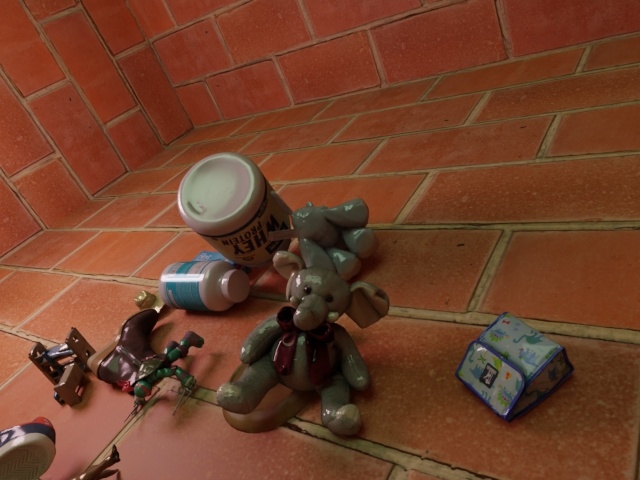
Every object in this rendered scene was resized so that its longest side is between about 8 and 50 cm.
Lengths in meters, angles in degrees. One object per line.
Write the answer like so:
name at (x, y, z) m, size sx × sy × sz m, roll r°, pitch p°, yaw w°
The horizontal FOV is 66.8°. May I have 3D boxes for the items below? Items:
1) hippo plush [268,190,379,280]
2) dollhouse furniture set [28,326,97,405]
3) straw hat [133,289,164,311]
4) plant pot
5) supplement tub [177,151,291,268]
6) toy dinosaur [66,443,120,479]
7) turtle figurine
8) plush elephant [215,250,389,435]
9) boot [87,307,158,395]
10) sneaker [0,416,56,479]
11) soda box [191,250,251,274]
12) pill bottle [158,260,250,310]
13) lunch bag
hippo plush at (0.000, 0.000, 1.357) m, size 0.295 × 0.234 × 0.236 m, roll 3°, pitch -2°, yaw -6°
dollhouse furniture set at (-0.729, 0.359, 1.344) m, size 0.129 × 0.128 × 0.183 m, roll -22°, pitch 29°, yaw 4°
straw hat at (-0.555, 0.190, 1.534) m, size 0.145 × 0.061 × 0.144 m, roll -29°, pitch 33°, yaw 21°
plant pot at (-0.115, 0.309, 1.065) m, size 0.237 × 0.032 × 0.236 m, roll -19°, pitch 29°, yaw 11°
supplement tub at (-0.221, -0.068, 1.353) m, size 0.236 × 0.325 × 0.235 m, roll -6°, pitch 66°, yaw 13°
toy dinosaur at (-0.451, 0.498, 0.872) m, size 0.201 × 0.127 × 0.296 m, roll -25°, pitch 17°, yaw -9°
turtle figurine at (-0.380, 0.322, 1.167) m, size 0.175 × 0.118 × 0.234 m, roll -11°, pitch 25°, yaw 23°
plush elephant at (-0.015, 0.170, 0.953) m, size 0.272 × 0.255 × 0.330 m, roll 13°, pitch 29°, yaw 11°
boot at (-0.492, 0.302, 1.340) m, size 0.207 × 0.090 × 0.248 m, roll 13°, pitch 43°, yaw 31°
sneaker at (-0.736, 0.503, 1.039) m, size 0.350 × 0.131 × 0.148 m, roll -25°, pitch 20°, yaw -13°
soda box at (-0.326, 0.085, 1.566) m, size 0.210 × 0.067 × 0.071 m, roll 2°, pitch 38°, yaw 40°
pill bottle at (-0.333, 0.132, 1.409) m, size 0.264 × 0.146 × 0.146 m, roll -3°, pitch 35°, yaw 34°
lunch bag at (0.323, 0.217, 0.830) m, size 0.151 × 0.096 × 0.129 m, roll -43°, pitch 33°, yaw -4°
